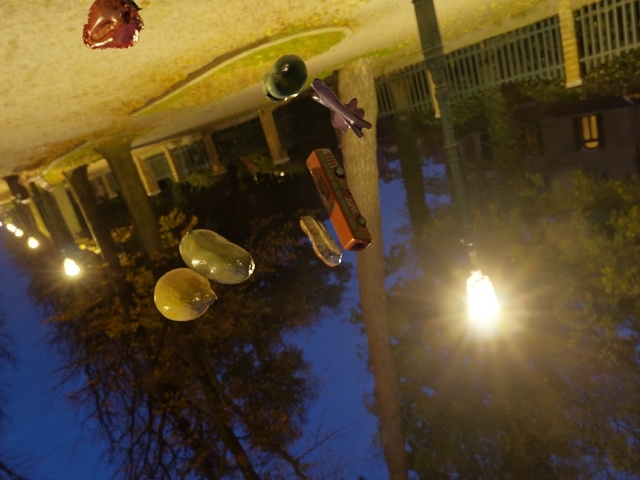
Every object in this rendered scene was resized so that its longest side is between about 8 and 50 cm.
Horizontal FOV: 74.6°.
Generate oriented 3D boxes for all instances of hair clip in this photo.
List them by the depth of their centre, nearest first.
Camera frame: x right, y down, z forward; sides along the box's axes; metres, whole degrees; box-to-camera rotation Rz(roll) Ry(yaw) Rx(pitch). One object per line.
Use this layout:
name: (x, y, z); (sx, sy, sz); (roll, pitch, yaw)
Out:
hair clip: (0.078, -0.513, 1.615); (0.137, 0.278, 0.090); (-48, -171, -3)

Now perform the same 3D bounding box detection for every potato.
potato: (-0.331, 0.054, 1.352); (0.248, 0.143, 0.169); (20, 163, 13)

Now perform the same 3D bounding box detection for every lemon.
lemon: (-0.475, 0.187, 1.464); (0.244, 0.186, 0.187); (4, -158, 24)

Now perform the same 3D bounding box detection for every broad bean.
broad bean: (-0.139, -0.656, 1.712); (0.100, 0.169, 0.228); (35, -95, 41)

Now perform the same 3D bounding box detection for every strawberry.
strawberry: (-0.429, -0.440, 0.860); (0.152, 0.104, 0.048); (-28, -156, 14)

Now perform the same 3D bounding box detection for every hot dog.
hot dog: (0.000, 0.000, 1.221); (0.059, 0.108, 0.191); (-43, -136, 15)

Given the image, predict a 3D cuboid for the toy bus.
toy bus: (0.065, -0.150, 1.528); (0.092, 0.408, 0.093); (-9, 156, -33)
